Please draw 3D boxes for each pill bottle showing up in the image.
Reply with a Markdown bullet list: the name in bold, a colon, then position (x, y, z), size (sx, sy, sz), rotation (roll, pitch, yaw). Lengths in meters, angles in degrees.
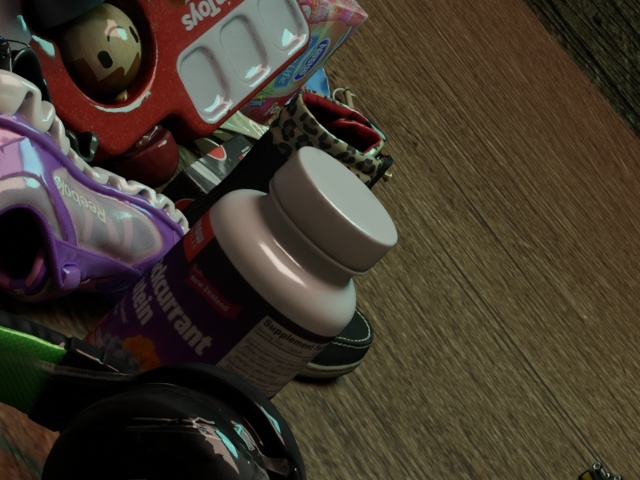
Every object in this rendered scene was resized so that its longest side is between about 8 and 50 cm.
- **pill bottle**: position (-0.048, 0.038, 1.088), size (0.108, 0.193, 0.108), rotation (40, 18, -16)

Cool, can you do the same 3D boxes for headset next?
- **headset**: position (-0.059, 0.135, 0.865), size (0.394, 0.185, 0.243), rotation (30, 21, -11)

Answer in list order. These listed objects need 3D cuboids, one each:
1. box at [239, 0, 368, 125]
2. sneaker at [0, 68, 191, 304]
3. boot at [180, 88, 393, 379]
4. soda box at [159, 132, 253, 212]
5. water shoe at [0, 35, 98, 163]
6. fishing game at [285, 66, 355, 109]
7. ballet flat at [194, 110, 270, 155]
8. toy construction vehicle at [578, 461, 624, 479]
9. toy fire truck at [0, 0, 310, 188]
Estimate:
- **box**: position (-0.120, -0.265, 1.675), size (0.300, 0.154, 0.142), rotation (50, 18, 20)
- **sneaker**: position (-0.161, -0.001, 1.108), size (0.236, 0.095, 0.105), rotation (42, 37, -47)
- **boot**: position (0.000, 0.001, 1.302), size (0.236, 0.178, 0.085), rotation (26, 26, -44)
- **soda box**: position (-0.081, -0.034, 1.407), size (0.060, 0.053, 0.169), rotation (45, 17, -1)
- **water shoe**: position (-0.222, -0.108, 1.209), size (0.203, 0.080, 0.073), rotation (49, 18, 13)
- **fishing game**: position (-0.048, -0.203, 1.882), size (0.264, 0.041, 0.189), rotation (37, 22, -25)
- **ballet flat**: position (-0.065, -0.077, 1.566), size (0.168, 0.057, 0.052), rotation (27, 53, -37)
- **toy construction vehicle**: position (0.260, 0.242, 1.607), size (0.086, 0.035, 0.098), rotation (45, 16, -41)
- **toy fire truck**: position (-0.139, -0.181, 1.360), size (0.302, 0.169, 0.254), rotation (-48, 117, -42)
